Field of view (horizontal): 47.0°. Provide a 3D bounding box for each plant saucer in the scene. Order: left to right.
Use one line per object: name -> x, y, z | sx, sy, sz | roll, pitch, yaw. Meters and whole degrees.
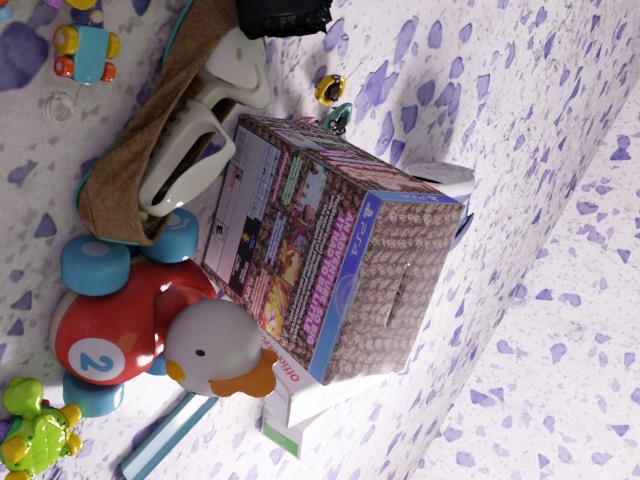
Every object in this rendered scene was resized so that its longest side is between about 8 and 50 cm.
plant saucer -> -0.229, 0.291, 1.128 | 0.192, 0.018, 0.067 | -45, 148, -29

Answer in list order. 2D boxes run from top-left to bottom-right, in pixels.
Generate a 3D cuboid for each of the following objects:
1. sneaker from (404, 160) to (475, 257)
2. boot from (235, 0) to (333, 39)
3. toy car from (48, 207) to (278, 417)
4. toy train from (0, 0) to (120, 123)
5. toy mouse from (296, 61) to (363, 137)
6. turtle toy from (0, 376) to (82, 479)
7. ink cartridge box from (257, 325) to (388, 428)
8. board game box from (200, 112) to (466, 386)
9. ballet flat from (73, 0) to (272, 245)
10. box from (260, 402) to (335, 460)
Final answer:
sneaker -> 0.219, -0.029, 1.456 | 0.323, 0.130, 0.236 | -27, 131, -68
boot -> -0.067, -0.304, 0.697 | 0.246, 0.094, 0.207 | -14, 97, -62
toy car -> -0.161, 0.118, 0.844 | 0.210, 0.238, 0.219 | -28, 137, -48
toy train -> -0.243, -0.190, 0.636 | 0.125, 0.046, 0.166 | -47, 146, -25
toy mouse -> 0.002, -0.174, 1.087 | 0.161, 0.031, 0.143 | -40, 145, -36
turtle toy -> -0.326, 0.212, 0.831 | 0.095, 0.066, 0.130 | -30, 139, -46
ink cartridge box -> -0.007, 0.189, 1.212 | 0.212, 0.154, 0.093 | -19, 135, -32
board game box -> 0.000, 0.000, 0.932 | 0.141, 0.291, 0.232 | -1, 117, -41
ballet flat -> -0.130, -0.138, 0.789 | 0.342, 0.124, 0.116 | -58, 153, -9
box -> -0.043, 0.340, 1.402 | 0.102, 0.101, 0.087 | -32, 140, -44
